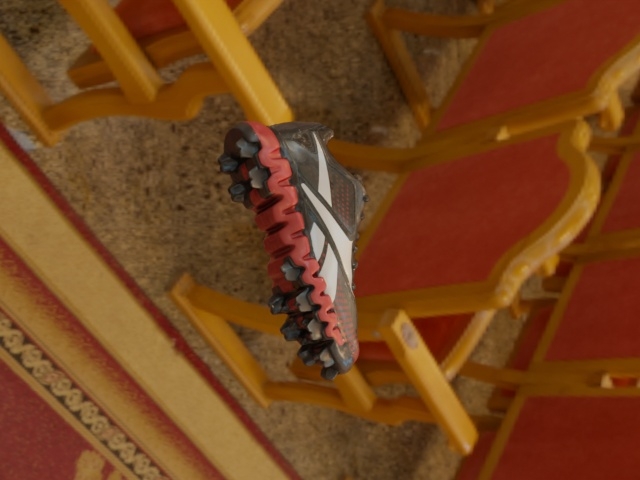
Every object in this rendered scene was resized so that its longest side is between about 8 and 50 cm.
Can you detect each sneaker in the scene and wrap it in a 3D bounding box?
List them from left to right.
[{"bbox_3d":[0.000,0.000,0.956,0.135,0.097,0.276,-19,91,-27],"label":"sneaker"}]
